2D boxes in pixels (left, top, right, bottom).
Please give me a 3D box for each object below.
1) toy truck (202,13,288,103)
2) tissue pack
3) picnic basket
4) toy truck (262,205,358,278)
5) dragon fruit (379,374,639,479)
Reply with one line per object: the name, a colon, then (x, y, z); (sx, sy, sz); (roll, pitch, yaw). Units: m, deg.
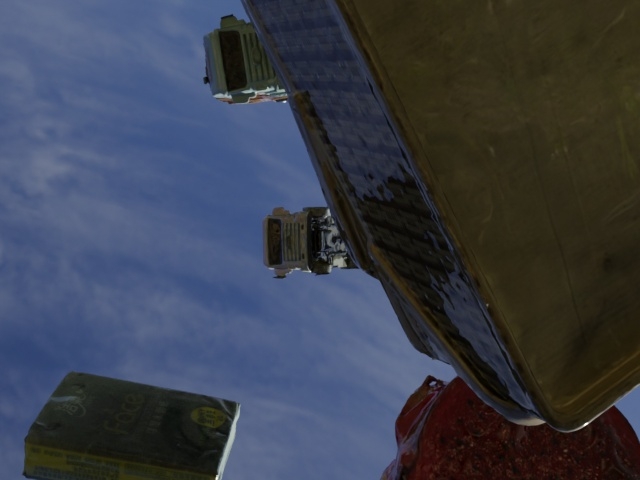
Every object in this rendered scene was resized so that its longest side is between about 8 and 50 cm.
toy truck: (-0.115, -0.293, 1.591); (0.162, 0.136, 0.305); (-9, -174, 2)
tissue pack: (-0.253, 0.274, 1.315); (0.257, 0.081, 0.185); (10, -159, 1)
picnic basket: (0.120, -0.075, 0.574); (0.228, 0.312, 0.175); (-32, -162, -12)
toy truck: (0.000, 0.000, 1.375); (0.114, 0.098, 0.227); (-1, -179, 28)
dragon fruit: (0.227, 0.346, 1.208); (0.386, 0.249, 0.370); (12, -120, -20)
